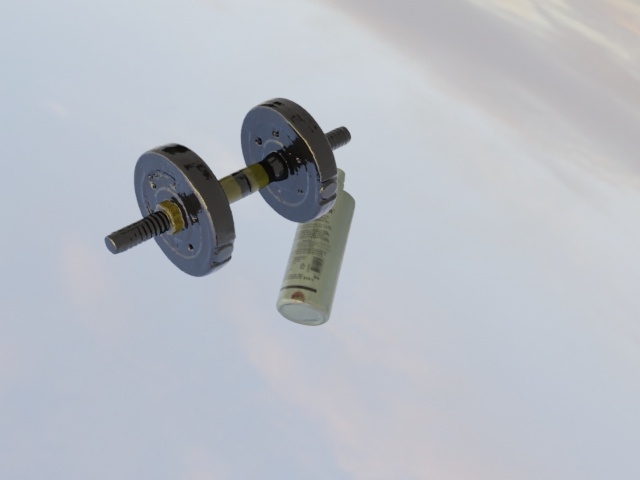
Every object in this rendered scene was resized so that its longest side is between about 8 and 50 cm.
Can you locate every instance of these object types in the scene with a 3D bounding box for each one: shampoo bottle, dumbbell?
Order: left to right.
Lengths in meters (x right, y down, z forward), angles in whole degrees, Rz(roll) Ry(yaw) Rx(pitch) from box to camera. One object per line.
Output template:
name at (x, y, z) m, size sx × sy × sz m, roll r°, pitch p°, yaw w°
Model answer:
dumbbell at (-0.088, -0.059, 1.064) m, size 0.325 × 0.143 × 0.143 m, roll -28°, pitch -126°, yaw -34°
shampoo bottle at (0.000, 0.000, 1.558) m, size 0.085 × 0.085 × 0.262 m, roll 21°, pitch -119°, yaw -12°
